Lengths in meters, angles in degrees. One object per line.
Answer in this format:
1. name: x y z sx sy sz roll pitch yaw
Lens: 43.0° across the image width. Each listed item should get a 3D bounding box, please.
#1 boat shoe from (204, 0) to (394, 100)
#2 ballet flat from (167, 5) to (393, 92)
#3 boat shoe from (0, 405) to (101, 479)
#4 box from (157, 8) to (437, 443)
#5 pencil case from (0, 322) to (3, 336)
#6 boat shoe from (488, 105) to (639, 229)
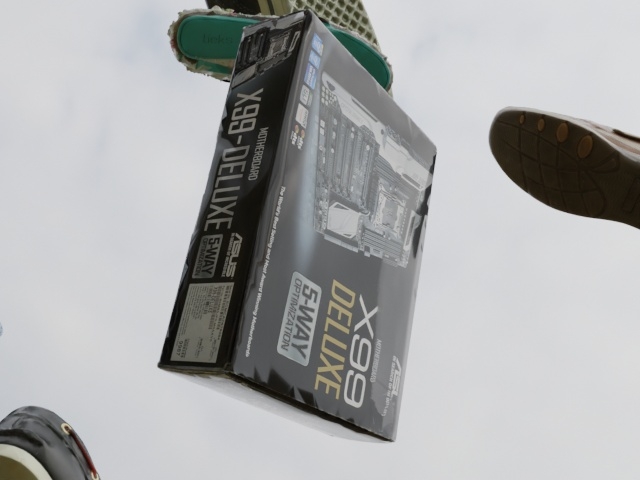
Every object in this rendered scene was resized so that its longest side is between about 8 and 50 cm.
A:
1. boat shoe: -0.041 -0.240 1.009 0.156 0.187 0.500 -12 -83 51
2. ballet flat: -0.042 -0.200 0.871 0.241 0.077 0.091 13 -85 -7
3. boat shoe: -0.092 0.125 0.306 0.049 0.042 0.133 -15 -75 9
4. box: 0.000 0.000 0.710 0.076 0.307 0.242 -5 -26 35
5. pencil case: -0.398 0.010 0.759 0.113 0.124 0.273 -51 -120 40
6. boat shoe: 0.379 -0.093 1.081 0.324 0.116 0.123 27 -59 10
